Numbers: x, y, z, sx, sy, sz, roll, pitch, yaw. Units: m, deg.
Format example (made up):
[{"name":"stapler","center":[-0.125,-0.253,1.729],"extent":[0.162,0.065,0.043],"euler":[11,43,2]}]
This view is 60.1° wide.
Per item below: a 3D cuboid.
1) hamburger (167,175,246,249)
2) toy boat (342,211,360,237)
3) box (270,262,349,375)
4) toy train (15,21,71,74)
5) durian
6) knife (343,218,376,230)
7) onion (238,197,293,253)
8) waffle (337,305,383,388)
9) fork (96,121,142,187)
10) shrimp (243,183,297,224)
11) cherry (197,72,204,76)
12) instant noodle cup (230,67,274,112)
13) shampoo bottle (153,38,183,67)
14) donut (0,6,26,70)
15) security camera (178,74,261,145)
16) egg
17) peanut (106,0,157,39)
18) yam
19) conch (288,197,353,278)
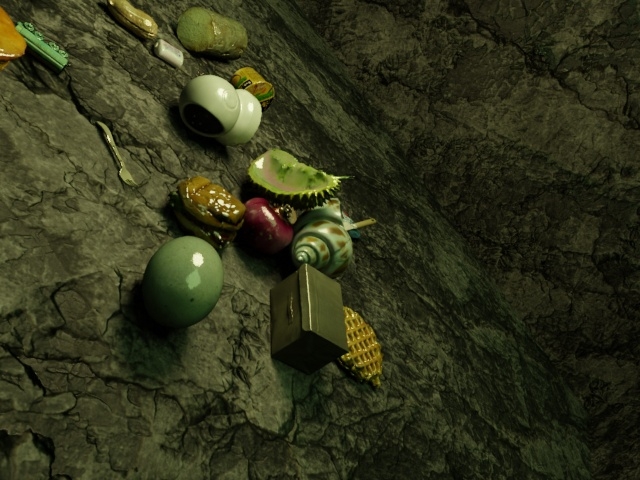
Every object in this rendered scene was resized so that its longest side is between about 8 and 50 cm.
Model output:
[{"name":"hamburger","center":[-0.289,-0.085,1.465],"extent":[0.206,0.130,0.183],"euler":[49,25,-4]},{"name":"toy boat","center":[0.118,-0.054,2.198],"extent":[0.105,0.034,0.149],"euler":[42,17,-16]},{"name":"box","center":[-0.036,0.211,1.496],"extent":[0.155,0.149,0.231],"euler":[34,33,-34]},{"name":"toy train","center":[-0.692,-0.478,1.375],"extent":[0.148,0.038,0.071],"euler":[37,34,-31]},{"name":"durian","center":[-0.093,-0.181,1.678],"extent":[0.355,0.169,0.157],"euler":[24,-1,34]},{"name":"knife","center":[0.112,-0.058,2.127],"extent":[0.298,0.017,0.047],"euler":[-16,63,-45]},{"name":"onion","center":[-0.159,-0.045,1.603],"extent":[0.177,0.153,0.177],"euler":[26,-7,3]},{"name":"waffle","center":[0.114,0.324,1.717],"extent":[0.245,0.052,0.254],"euler":[42,28,-24]},{"name":"fork","center":[-0.510,-0.212,1.378],"extent":[0.034,0.028,0.219],"euler":[-15,67,-54]},{"name":"shrimp","center":[-0.157,-0.110,1.795],"extent":[0.219,0.046,0.152],"euler":[20,39,-49]},{"name":"cherry","center":[-0.341,-0.502,1.920],"extent":[0.107,0.090,0.225],"euler":[-5,53,-46]},{"name":"instant noodle cup","center":[-0.263,-0.559,2.056],"extent":[0.151,0.151,0.122],"euler":[10,38,-54]},{"name":"shampoo bottle","center":[-0.507,-0.622,1.832],"extent":[0.099,0.043,0.072],"euler":[23,40,-44]},{"name":"donut","center":[-0.757,-0.457,1.160],"extent":[0.253,0.118,0.253],"euler":[35,34,-28]},{"name":"security camera","center":[-0.322,-0.411,1.714],"extent":[0.236,0.194,0.195],"euler":[22,40,-52]},{"name":"egg","center":[-0.296,0.087,1.201],"extent":[0.169,0.169,0.236],"euler":[40,24,-25]},{"name":"peanut","center":[-0.597,-0.709,1.756],"extent":[0.174,0.080,0.080],"euler":[33,33,-31]},{"name":"yam","center":[-0.392,-0.766,2.066],"extent":[0.161,0.161,0.268],"euler":[57,25,7]},{"name":"conch","center":[0.000,0.000,1.702],"extent":[0.197,0.249,0.368],"euler":[3,11,-7]}]
